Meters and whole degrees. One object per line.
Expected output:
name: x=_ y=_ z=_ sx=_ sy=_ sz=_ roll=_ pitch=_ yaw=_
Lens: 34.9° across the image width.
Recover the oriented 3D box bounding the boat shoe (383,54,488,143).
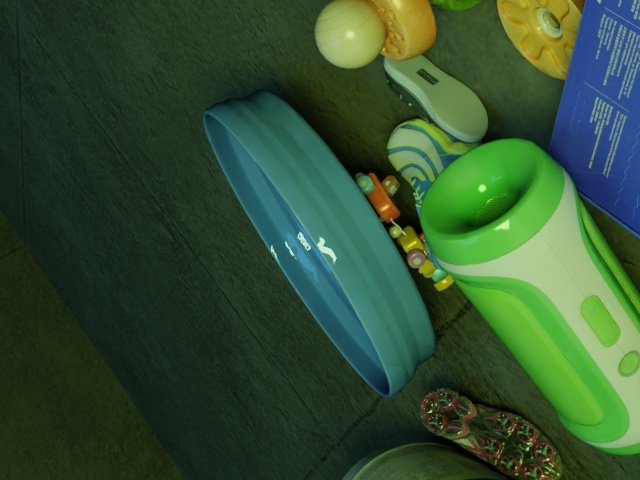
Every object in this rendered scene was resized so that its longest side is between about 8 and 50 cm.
boat shoe: x=0.112 y=-0.137 z=0.993 sx=0.142 sy=0.049 sz=0.040 roll=50 pitch=159 yaw=31

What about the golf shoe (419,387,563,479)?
golf shoe: x=0.209 y=0.231 z=1.200 sx=0.186 sy=0.067 sz=0.086 roll=26 pitch=175 yaw=37

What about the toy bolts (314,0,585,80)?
toy bolts: x=0.096 y=-0.197 z=0.780 sx=0.218 sy=0.158 sz=0.228 roll=43 pitch=162 yaw=24

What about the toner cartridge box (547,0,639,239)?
toner cartridge box: x=0.265 y=-0.144 z=0.685 sx=0.165 sy=0.075 sz=0.348 roll=41 pitch=149 yaw=30

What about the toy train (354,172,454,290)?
toy train: x=0.102 y=-0.014 z=1.094 sx=0.166 sy=0.046 sz=0.125 roll=40 pitch=-163 yaw=-55

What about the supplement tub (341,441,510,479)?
supplement tub: x=0.143 y=0.371 z=1.205 sx=0.235 sy=0.235 sz=0.325 roll=62 pitch=169 yaw=-6

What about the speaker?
speaker: x=0.203 y=0.055 z=0.851 sx=0.131 sy=0.131 sz=0.296 roll=16 pitch=152 yaw=54

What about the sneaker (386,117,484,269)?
sneaker: x=0.122 y=-0.044 z=0.977 sx=0.240 sy=0.126 sz=0.091 roll=29 pitch=141 yaw=44

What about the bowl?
bowl: x=0.000 y=0.000 z=1.178 sx=0.391 sy=0.077 sz=0.391 roll=55 pitch=171 yaw=13
